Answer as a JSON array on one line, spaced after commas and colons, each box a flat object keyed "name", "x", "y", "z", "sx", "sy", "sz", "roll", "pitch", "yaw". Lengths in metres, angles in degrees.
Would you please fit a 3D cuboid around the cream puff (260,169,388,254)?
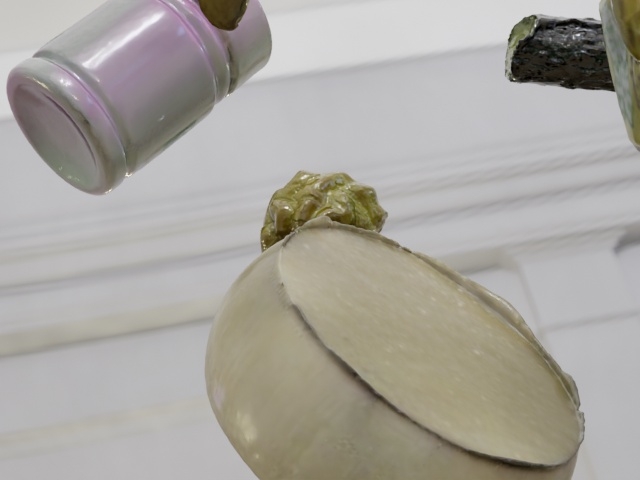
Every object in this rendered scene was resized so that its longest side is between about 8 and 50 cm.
[{"name": "cream puff", "x": 0.000, "y": 0.000, "z": 1.389, "sx": 0.146, "sy": 0.116, "sz": 0.146, "roll": 0, "pitch": -50, "yaw": 0}]

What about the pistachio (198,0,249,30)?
[{"name": "pistachio", "x": -0.109, "y": -0.347, "z": 1.587, "sx": 0.089, "sy": 0.049, "sz": 0.173, "roll": 12, "pitch": -51, "yaw": 11}]

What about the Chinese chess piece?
[{"name": "Chinese chess piece", "x": 0.065, "y": 0.129, "z": 1.098, "sx": 0.338, "sy": 0.338, "sz": 0.140, "roll": 12, "pitch": -59, "yaw": -38}]

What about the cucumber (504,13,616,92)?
[{"name": "cucumber", "x": 0.339, "y": -0.180, "z": 1.279, "sx": 0.303, "sy": 0.081, "sz": 0.072, "roll": 6, "pitch": -70, "yaw": -1}]

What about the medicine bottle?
[{"name": "medicine bottle", "x": -0.248, "y": -0.235, "z": 1.759, "sx": 0.325, "sy": 0.212, "sz": 0.212, "roll": -44, "pitch": -18, "yaw": -27}]

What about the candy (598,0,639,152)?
[{"name": "candy", "x": 0.276, "y": -0.133, "z": 1.003, "sx": 0.081, "sy": 0.187, "sz": 0.297, "roll": -16, "pitch": 7, "yaw": 24}]
